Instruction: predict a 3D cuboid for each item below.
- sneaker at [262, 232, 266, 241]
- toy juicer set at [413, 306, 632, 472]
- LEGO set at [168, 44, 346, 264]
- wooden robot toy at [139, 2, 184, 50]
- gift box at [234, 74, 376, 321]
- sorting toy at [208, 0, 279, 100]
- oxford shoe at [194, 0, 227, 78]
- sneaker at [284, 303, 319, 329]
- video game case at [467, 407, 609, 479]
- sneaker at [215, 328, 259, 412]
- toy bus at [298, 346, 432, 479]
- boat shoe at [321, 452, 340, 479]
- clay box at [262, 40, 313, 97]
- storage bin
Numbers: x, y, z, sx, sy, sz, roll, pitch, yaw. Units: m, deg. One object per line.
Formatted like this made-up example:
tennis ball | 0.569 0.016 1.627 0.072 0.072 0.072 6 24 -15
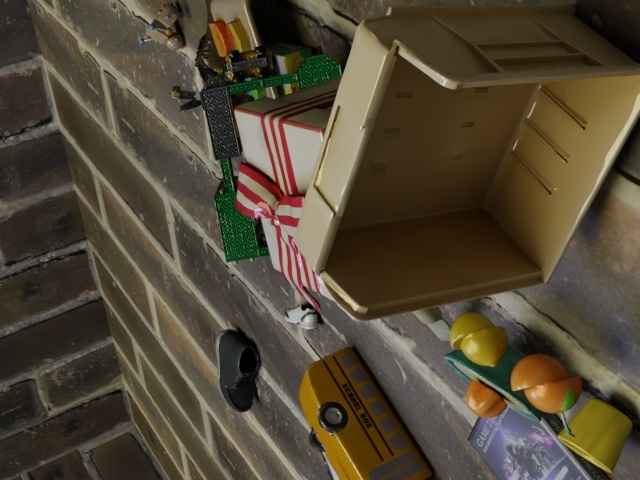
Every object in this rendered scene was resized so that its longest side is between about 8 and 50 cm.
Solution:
sneaker | 0.000 0.000 1.489 0.125 0.104 0.262 48 158 -11
toy juicer set | 0.186 0.151 1.063 0.209 0.089 0.329 40 172 -39
LEGO set | -0.056 -0.120 1.313 0.192 0.254 0.332 -101 -7 -77
wooden robot toy | -0.294 -0.412 1.785 0.079 0.076 0.173 36 162 -16
gift box | 0.057 -0.051 1.088 0.255 0.258 0.277 17 125 61
sorting toy | -0.122 -0.280 1.415 0.193 0.038 0.208 -150 43 -65
oxford shoe | -0.169 -0.330 1.526 0.082 0.096 0.227 20 126 62
sneaker | -0.034 0.139 1.729 0.109 0.040 0.044 11 104 58
video game case | 0.302 0.318 1.180 0.274 0.026 0.196 54 153 30
sneaker | -0.189 0.329 2.156 0.118 0.083 0.222 27 133 55
toy bus | 0.079 0.358 1.553 0.333 0.130 0.108 56 153 24
boat shoe | 0.032 0.400 1.769 0.076 0.080 0.229 26 141 55
clay box | -0.039 -0.192 1.418 0.127 0.053 0.222 32 140 58
storage bin | 0.134 -0.074 0.845 0.123 0.260 0.262 55 141 37
